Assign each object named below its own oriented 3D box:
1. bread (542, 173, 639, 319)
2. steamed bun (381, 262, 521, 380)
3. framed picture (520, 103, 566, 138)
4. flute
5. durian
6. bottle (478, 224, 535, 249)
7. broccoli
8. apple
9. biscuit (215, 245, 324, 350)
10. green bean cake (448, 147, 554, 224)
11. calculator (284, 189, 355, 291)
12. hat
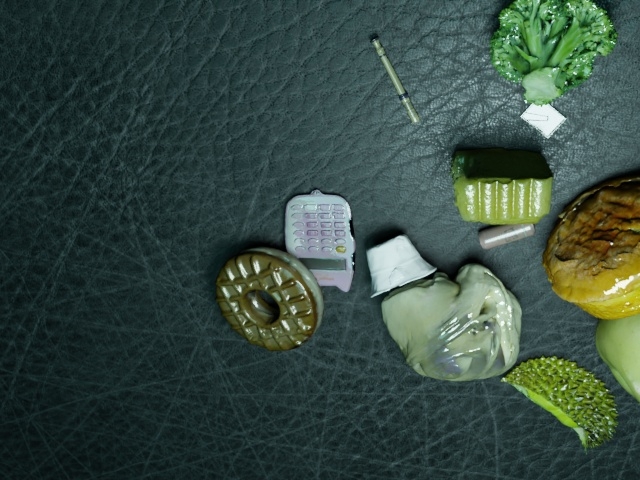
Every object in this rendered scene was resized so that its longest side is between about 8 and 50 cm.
[{"bbox_3d":[0.710,0.017,1.663,0.358,0.336,0.204,-37,123,23],"label":"bread"},{"bbox_3d":[0.356,0.239,1.843,0.339,0.247,0.352,-26,118,17],"label":"steamed bun"},{"bbox_3d":[0.538,-0.297,1.712,0.089,0.006,0.066,36,117,-5],"label":"framed picture"},{"bbox_3d":[0.184,-0.390,1.734,0.027,0.027,0.233,-24,107,21],"label":"flute"},{"bbox_3d":[0.691,0.444,1.983,0.352,0.158,0.169,37,151,-6],"label":"durian"},{"bbox_3d":[0.480,-0.019,1.826,0.140,0.053,0.053,-19,109,19],"label":"bottle"},{"bbox_3d":[0.505,-0.419,1.551,0.269,0.241,0.261,-2,138,44],"label":"broccoli"},{"bbox_3d":[0.860,0.255,1.712,0.358,0.357,0.357,5,115,10],"label":"apple"},{"bbox_3d":[-0.143,0.165,1.985,0.332,0.103,0.331,12,122,20],"label":"biscuit"},{"bbox_3d":[0.423,-0.129,1.686,0.233,0.236,0.124,1,115,9],"label":"green bean cake"},{"bbox_3d":[0.001,-0.001,1.946,0.194,0.043,0.294,1,111,12],"label":"calculator"},{"bbox_3d":[0.196,0.060,1.871,0.203,0.203,0.126,-25,84,21],"label":"hat"}]
